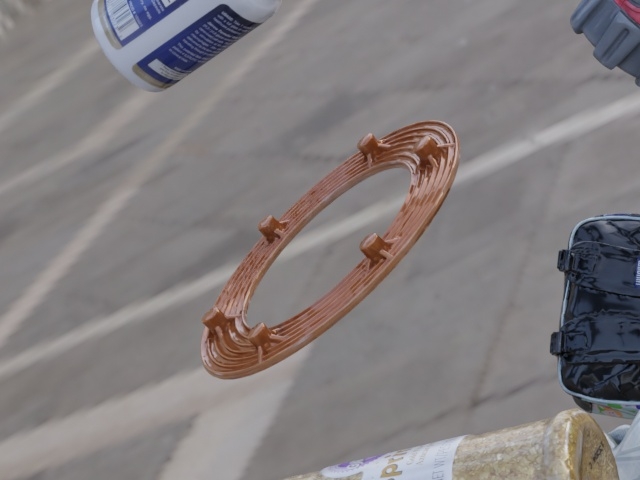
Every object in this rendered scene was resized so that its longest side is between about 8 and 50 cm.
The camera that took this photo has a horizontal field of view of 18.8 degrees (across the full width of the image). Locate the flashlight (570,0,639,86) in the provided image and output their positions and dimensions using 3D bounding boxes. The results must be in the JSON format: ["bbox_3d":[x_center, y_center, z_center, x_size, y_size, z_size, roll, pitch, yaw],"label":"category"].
[{"bbox_3d":[0.330,-0.263,1.556,0.304,0.103,0.103,-51,19,26],"label":"flashlight"}]

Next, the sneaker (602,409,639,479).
[{"bbox_3d":[0.321,0.172,1.608,0.110,0.118,0.292,2,-22,-34],"label":"sneaker"}]

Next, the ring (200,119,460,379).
[{"bbox_3d":[0.000,0.000,1.882,0.336,0.032,0.336,-38,19,16],"label":"ring"}]

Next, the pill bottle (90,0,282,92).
[{"bbox_3d":[-0.089,-0.196,1.508,0.169,0.094,0.094,-31,11,26],"label":"pill bottle"}]

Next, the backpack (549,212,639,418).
[{"bbox_3d":[0.396,0.092,2.089,0.253,0.225,0.191,2,-14,23],"label":"backpack"}]

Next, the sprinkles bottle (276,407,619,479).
[{"bbox_3d":[0.046,0.220,1.451,0.355,0.121,0.121,-15,18,24],"label":"sprinkles bottle"}]
